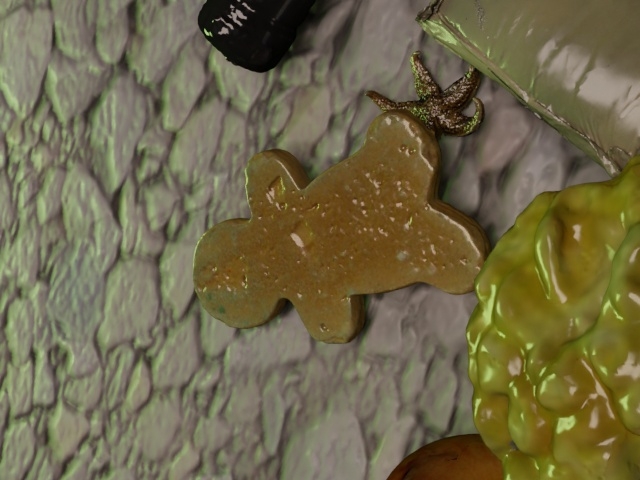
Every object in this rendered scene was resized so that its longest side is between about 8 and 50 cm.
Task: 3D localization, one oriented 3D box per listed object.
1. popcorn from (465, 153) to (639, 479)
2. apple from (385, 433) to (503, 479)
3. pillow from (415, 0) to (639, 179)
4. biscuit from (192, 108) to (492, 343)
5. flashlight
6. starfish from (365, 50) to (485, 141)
[{"bbox_3d":[0.190,0.060,0.525,0.181,0.217,0.235,0,63,50],"label":"popcorn"},{"bbox_3d":[0.096,0.189,0.596,0.146,0.146,0.146,0,91,27],"label":"apple"},{"bbox_3d":[0.167,-0.127,0.607,0.208,0.053,0.119,44,96,18],"label":"pillow"},{"bbox_3d":[0.000,0.000,0.698,0.234,0.030,0.153,-25,88,31],"label":"biscuit"},{"bbox_3d":[-0.001,-0.227,0.683,0.093,0.093,0.232,47,115,19],"label":"flashlight"},{"bbox_3d":[0.073,-0.093,0.673,0.091,0.028,0.078,13,91,29],"label":"starfish"}]
